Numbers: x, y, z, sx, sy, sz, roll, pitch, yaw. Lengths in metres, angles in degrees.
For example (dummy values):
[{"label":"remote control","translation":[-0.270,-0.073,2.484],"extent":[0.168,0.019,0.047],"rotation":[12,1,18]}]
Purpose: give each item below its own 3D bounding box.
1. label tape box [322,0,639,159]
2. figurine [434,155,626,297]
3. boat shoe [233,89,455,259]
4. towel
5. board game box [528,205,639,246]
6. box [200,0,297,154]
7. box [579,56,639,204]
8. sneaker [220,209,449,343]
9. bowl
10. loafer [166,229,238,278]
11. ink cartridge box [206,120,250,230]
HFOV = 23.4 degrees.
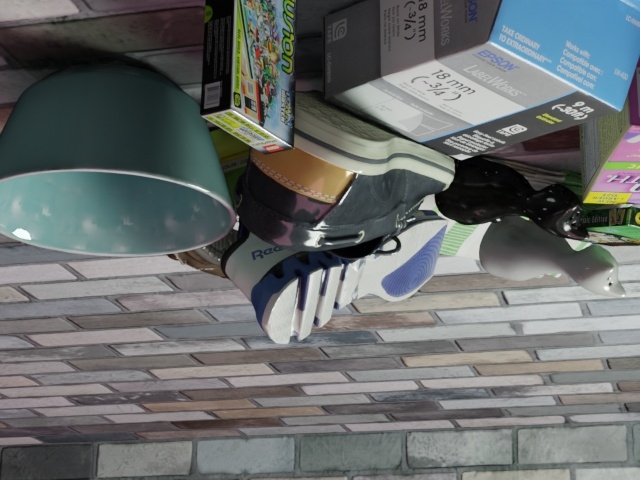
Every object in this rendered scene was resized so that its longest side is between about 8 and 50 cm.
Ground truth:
[{"label":"label tape box","translation":[0.201,-0.201,1.622],"extent":[0.334,0.106,0.241],"rotation":[-16,156,41]},{"label":"figurine","translation":[0.278,-0.009,1.963],"extent":[0.209,0.092,0.215],"rotation":[18,157,44]},{"label":"boat shoe","translation":[0.026,-0.069,1.748],"extent":[0.187,0.156,0.500],"rotation":[28,-170,12]},{"label":"towel","translation":[0.242,-0.033,2.148],"extent":[0.325,0.038,0.248],"rotation":[8,148,-19]},{"label":"board game box","translation":[0.390,-0.016,2.011],"extent":[0.136,0.030,0.260],"rotation":[13,175,-21]},{"label":"box","translation":[-0.066,-0.199,1.485],"extent":[0.036,0.207,0.114],"rotation":[-10,159,29]},{"label":"box","translation":[0.429,-0.134,1.788],"extent":[0.214,0.117,0.243],"rotation":[2,162,-3]},{"label":"sneaker","translation":[-0.001,0.000,1.910],"extent":[0.315,0.182,0.127],"rotation":[-19,137,-40]},{"label":"bowl","translation":[-0.252,-0.102,1.846],"extent":[0.312,0.163,0.311],"rotation":[2,161,1]},{"label":"loafer","translation":[-0.184,-0.014,2.145],"extent":[0.130,0.133,0.366],"rotation":[-5,160,17]},{"label":"ink cartridge box","translation":[-0.068,-0.084,1.993],"extent":[0.189,0.097,0.255],"rotation":[-14,157,38]}]
